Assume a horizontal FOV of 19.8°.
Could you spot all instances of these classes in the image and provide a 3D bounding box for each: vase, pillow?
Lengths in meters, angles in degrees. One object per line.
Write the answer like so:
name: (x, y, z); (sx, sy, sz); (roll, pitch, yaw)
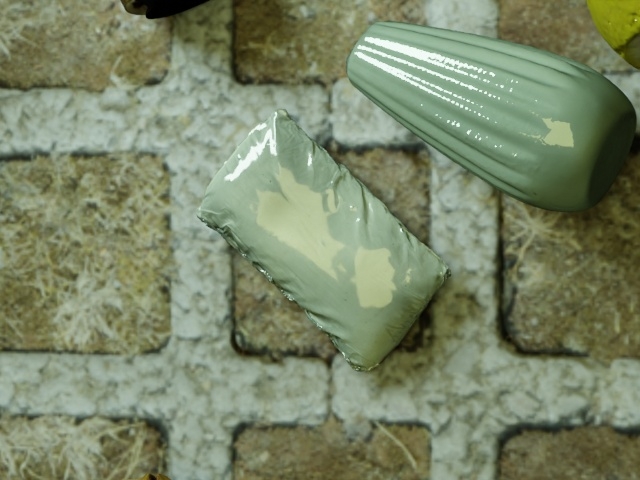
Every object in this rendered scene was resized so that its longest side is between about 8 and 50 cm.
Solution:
vase: (0.140, -0.117, 1.569); (0.248, 0.128, 0.128); (26, 95, 23)
pillow: (0.000, 0.000, 1.636); (0.229, 0.051, 0.128); (44, 102, 9)

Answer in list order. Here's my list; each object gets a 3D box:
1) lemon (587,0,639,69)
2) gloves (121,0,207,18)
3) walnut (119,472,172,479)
lemon: (0.328, -0.255, 1.466); (0.240, 0.240, 0.219); (-4, 75, 14)
gloves: (-0.189, -0.360, 1.648); (0.154, 0.141, 0.331); (-25, 93, 38)
walnut: (-0.156, 0.292, 1.627); (0.144, 0.144, 0.180); (14, 97, 14)
